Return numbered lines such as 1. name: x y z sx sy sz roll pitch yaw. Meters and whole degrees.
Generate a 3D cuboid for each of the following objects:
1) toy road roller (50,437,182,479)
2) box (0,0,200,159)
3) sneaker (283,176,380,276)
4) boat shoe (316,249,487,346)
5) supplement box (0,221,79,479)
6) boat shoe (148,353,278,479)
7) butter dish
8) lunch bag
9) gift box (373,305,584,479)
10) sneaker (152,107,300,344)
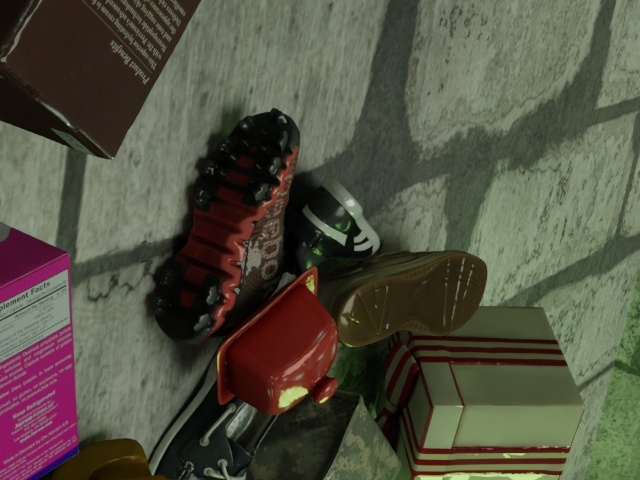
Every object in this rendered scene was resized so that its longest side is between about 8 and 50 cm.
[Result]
1. toy road roller: -0.260 0.332 1.342 0.329 0.240 0.203 -3 117 -18
2. box: -0.217 -0.205 1.042 0.203 0.167 0.168 -62 151 -12
3. sneaker: 0.000 0.000 1.657 0.121 0.079 0.217 -43 159 -3
4. boat shoe: 0.103 0.063 1.783 0.341 0.110 0.122 -4 109 -49
5. supplement box: -0.295 0.106 1.171 0.114 0.111 0.220 -31 133 -47
6. boat shoe: -0.118 0.239 1.577 0.303 0.091 0.114 -64 150 -10
7. butter dish: -0.031 0.136 1.474 0.160 0.118 0.160 -40 160 -23
8. lunch bag: -0.037 0.348 1.709 0.287 0.169 0.235 -63 151 -21
9. gift box: 0.201 0.239 1.914 0.258 0.276 0.255 1 122 -13
10. sneaker: -0.086 -0.011 1.464 0.135 0.097 0.276 19 94 -61
